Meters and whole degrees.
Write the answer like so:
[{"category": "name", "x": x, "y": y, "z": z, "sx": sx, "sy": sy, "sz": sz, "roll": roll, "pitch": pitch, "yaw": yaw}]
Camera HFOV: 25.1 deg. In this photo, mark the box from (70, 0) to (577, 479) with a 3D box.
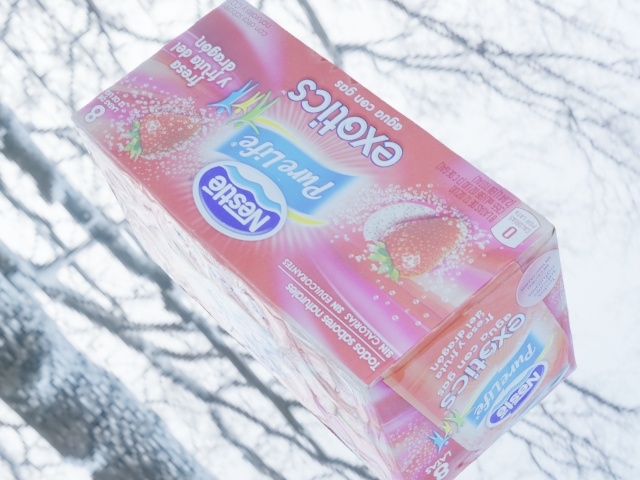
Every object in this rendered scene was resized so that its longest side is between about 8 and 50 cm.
[{"category": "box", "x": 0.000, "y": 0.000, "z": 0.889, "sx": 0.142, "sy": 0.154, "sz": 0.300, "roll": -39, "pitch": -126, "yaw": -14}]
